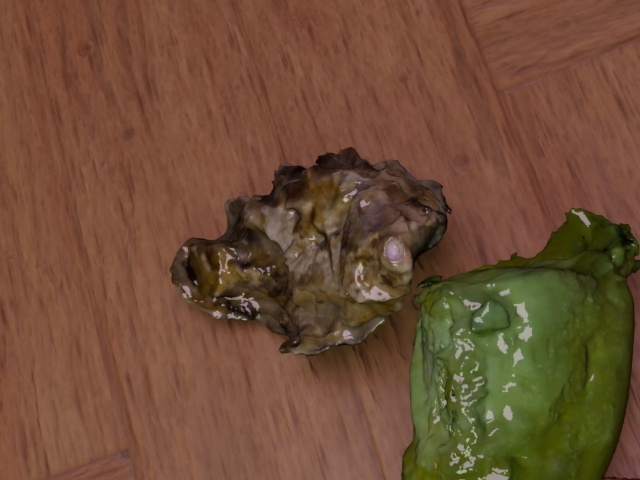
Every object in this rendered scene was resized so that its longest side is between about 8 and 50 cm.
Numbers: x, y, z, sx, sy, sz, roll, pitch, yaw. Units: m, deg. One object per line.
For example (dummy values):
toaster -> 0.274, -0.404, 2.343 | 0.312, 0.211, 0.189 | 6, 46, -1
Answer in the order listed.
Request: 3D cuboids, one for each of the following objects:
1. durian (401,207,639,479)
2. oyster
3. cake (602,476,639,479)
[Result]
durian -> 0.172, 0.130, 1.235 | 0.204, 0.256, 0.339 | -1, 81, 43
oyster -> -0.001, -0.001, 1.360 | 0.238, 0.115, 0.351 | -57, 32, -10
cake -> 0.321, 0.304, 1.234 | 0.262, 0.160, 0.158 | -3, 63, 50
